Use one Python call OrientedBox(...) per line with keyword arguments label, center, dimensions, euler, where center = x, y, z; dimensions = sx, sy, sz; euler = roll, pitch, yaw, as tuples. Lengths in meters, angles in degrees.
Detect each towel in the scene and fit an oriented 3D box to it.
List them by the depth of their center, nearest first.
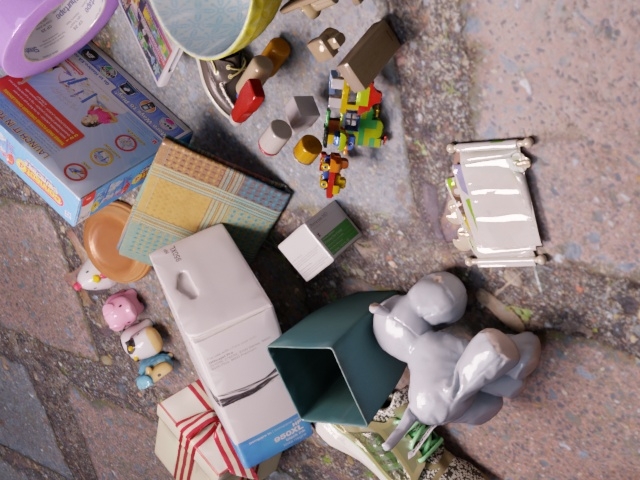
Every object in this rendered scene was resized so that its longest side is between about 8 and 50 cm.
OrientedBox(label="towel", center=(-0.242, -0.040, 1.771), dimensions=(0.271, 0.040, 0.370), euler=(23, 138, -11))

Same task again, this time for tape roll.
OrientedBox(label="tape roll", center=(-0.492, -0.422, 1.599), dimensions=(0.090, 0.275, 0.275), euler=(48, 139, 1))

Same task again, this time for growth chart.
OrientedBox(label="growth chart", center=(0.271, -0.054, 1.389), dimensions=(0.171, 0.021, 0.237), euler=(7, 124, 39))

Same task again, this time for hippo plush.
OrientedBox(label="hippo plush", center=(0.204, 0.192, 1.509), dimensions=(0.237, 0.294, 0.234), euler=(55, -170, 31))

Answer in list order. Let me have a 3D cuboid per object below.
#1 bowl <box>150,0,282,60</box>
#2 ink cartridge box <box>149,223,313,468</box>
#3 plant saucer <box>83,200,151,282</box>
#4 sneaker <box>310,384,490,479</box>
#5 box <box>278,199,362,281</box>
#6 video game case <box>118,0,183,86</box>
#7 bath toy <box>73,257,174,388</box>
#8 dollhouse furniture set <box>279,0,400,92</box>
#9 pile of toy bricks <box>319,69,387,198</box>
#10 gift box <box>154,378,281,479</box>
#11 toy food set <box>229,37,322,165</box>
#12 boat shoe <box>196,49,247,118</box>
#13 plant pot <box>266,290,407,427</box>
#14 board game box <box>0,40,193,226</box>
OrientedBox(label="bowl", center=(-0.136, -0.434, 1.348), dimensions=(0.289, 0.156, 0.290), euler=(24, 125, 40))
OrientedBox(label="ink cartridge box", center=(-0.174, 0.210, 1.746), dimensions=(0.285, 0.166, 0.395), euler=(52, 162, 46))
OrientedBox(label="plant saucer", center=(-0.475, 0.008, 2.042), dimensions=(0.199, 0.037, 0.200), euler=(8, 110, 23))
OrientedBox(label="sneaker", center=(0.161, 0.379, 1.728), dimensions=(0.410, 0.158, 0.182), euler=(28, 126, 20))
OrientedBox(label="box", center=(0.000, 0.000, 1.610), dimensions=(0.087, 0.101, 0.102), euler=(50, 138, 0))
OrientedBox(label="video game case", center=(-0.295, -0.409, 1.572), dimensions=(0.201, 0.023, 0.183), euler=(64, 145, 14))
OrientedBox(label="bath toy", center=(-0.489, 0.191, 2.171), dimensions=(0.151, 0.129, 0.348), euler=(-13, 110, 46))
OrientedBox(label="dollhouse furniture set", center=(0.020, -0.319, 1.342), dimensions=(0.123, 0.144, 0.151), euler=(-7, 129, 49))
OrientedBox(label="pile of toy bricks", center=(0.059, -0.179, 1.443), dimensions=(0.105, 0.118, 0.212), euler=(6, 118, -3))
OrientedBox(label="gift box", center=(-0.207, 0.455, 2.029), dimensions=(0.276, 0.255, 0.258), euler=(39, 140, 21))
OrientedBox(label="toy food set", center=(-0.083, -0.214, 1.462), dimensions=(0.104, 0.111, 0.232), euler=(-44, 60, 51))
OrientedBox(label="boat shoe", center=(-0.171, -0.316, 1.540), dimensions=(0.068, 0.081, 0.228), euler=(-10, 110, 50))
OrientedBox(label="plant pot", center=(0.060, 0.196, 1.602), dimensions=(0.165, 0.234, 0.166), euler=(-5, 116, 44))
OrientedBox(label="board game box", center=(-0.464, -0.219, 1.707), dimensions=(0.308, 0.302, 0.086), euler=(42, 139, 10))
